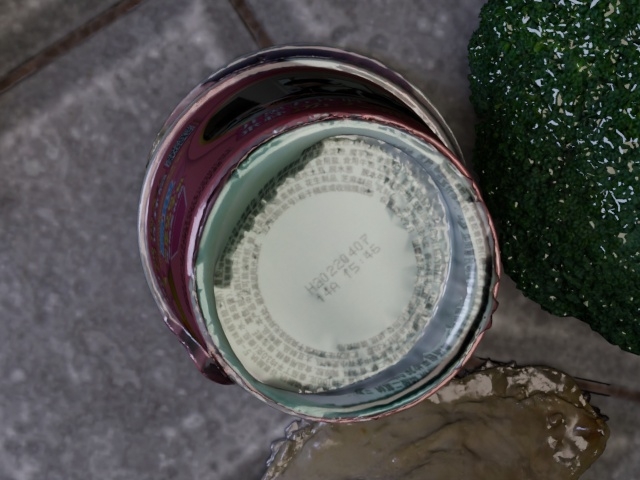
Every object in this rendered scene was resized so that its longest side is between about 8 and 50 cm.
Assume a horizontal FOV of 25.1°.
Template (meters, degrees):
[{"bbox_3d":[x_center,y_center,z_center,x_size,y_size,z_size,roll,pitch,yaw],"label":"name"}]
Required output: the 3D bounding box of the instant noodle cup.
[{"bbox_3d":[0.000,0.000,0.853,0.244,0.255,0.243,-1,97,-4],"label":"instant noodle cup"}]

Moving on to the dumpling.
[{"bbox_3d":[0.041,0.189,0.961,0.332,0.086,0.166,-45,101,-5],"label":"dumpling"}]

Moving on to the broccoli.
[{"bbox_3d":[0.220,-0.062,0.884,0.294,0.245,0.265,38,134,-5],"label":"broccoli"}]
